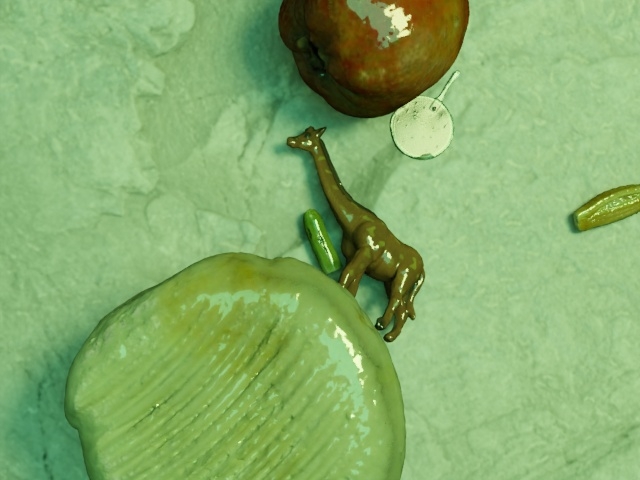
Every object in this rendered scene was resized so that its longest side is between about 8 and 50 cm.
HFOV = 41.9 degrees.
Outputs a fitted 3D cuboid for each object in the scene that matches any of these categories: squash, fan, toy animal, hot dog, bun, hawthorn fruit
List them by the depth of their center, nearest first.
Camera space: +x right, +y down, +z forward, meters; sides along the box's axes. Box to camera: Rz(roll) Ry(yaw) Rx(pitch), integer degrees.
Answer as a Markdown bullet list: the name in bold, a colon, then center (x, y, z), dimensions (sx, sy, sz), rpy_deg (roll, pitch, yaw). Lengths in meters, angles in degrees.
- **bun**: center (-0.083, 0.190, 0.925), dimensions (0.365, 0.219, 0.365), rpy_deg (0, 94, 5)
- **hawthorn fruit**: center (0.087, -0.272, 0.990), dimensions (0.262, 0.210, 0.210), rpy_deg (-38, 93, -16)
- **toy animal**: center (0.038, -0.011, 1.029), dimensions (0.224, 0.066, 0.230), rpy_deg (23, 63, -18)
- **squash**: center (0.000, 0.000, 1.048), dimensions (0.027, 0.027, 0.083), rpy_deg (-24, 90, -9)
- **fan**: center (0.145, -0.167, 1.089), dimensions (0.085, 0.005, 0.133), rpy_deg (32, 84, -4)
- **hot dog**: center (0.395, -0.051, 1.107), dimensions (0.137, 0.028, 0.044), rpy_deg (-21, 116, -6)
